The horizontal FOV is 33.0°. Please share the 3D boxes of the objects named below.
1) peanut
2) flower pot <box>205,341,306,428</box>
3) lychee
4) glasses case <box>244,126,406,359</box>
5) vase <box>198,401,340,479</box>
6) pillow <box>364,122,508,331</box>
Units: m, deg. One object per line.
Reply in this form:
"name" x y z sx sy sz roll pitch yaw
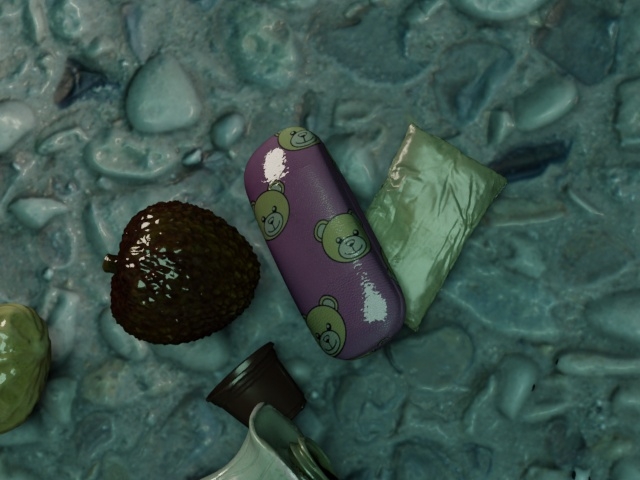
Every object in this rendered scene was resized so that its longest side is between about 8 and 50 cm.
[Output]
"peanut" -0.452 0.213 1.379 0.136 0.120 0.298 43 91 17
"flower pot" -0.073 0.194 1.343 0.111 0.111 0.089 -41 93 0
"lychee" -0.178 0.041 1.340 0.195 0.194 0.194 -1 81 8
"glasses case" 0.000 0.000 1.344 0.123 0.076 0.316 -35 64 20
"vase" -0.175 0.381 1.239 0.445 0.250 0.250 -37 78 4
"pillow" 0.119 -0.019 1.369 0.148 0.050 0.229 31 90 20
